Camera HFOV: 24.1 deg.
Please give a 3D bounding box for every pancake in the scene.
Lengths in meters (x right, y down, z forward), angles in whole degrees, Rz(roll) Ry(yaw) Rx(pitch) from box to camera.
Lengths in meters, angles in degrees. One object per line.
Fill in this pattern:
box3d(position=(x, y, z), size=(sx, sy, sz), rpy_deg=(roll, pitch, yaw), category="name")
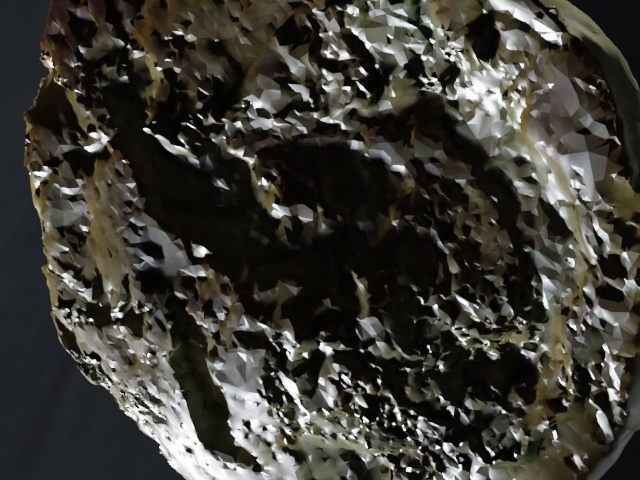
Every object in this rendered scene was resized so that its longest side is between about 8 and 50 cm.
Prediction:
box3d(position=(-0.001, 0.001, 0.706), size=(0.356, 0.356, 0.065), rpy_deg=(-40, -5, 36), category="pancake")
